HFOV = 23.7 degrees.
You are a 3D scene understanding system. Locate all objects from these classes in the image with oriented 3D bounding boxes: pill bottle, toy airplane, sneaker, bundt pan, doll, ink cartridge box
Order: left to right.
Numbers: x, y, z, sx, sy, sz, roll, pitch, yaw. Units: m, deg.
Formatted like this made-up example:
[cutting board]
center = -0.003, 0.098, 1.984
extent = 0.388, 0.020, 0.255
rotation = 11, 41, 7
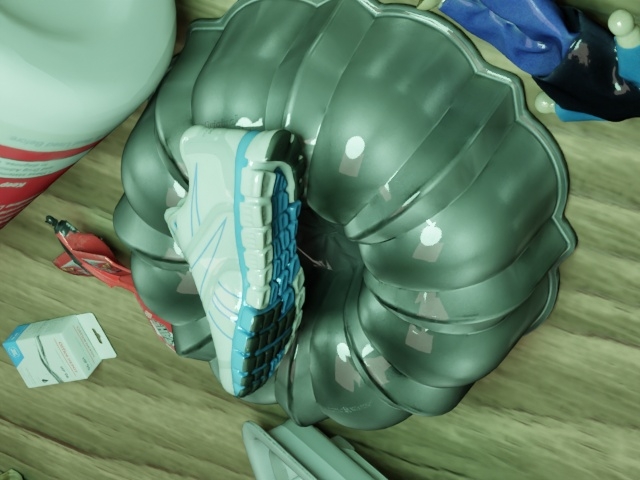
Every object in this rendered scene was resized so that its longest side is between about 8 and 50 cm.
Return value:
[pill bottle]
center = -0.301, -0.089, 1.054
extent = 0.229, 0.229, 0.407
rotation = 47, 129, -10
[ink cartridge box]
center = -0.217, 0.092, 1.270
extent = 0.083, 0.028, 0.048
rotation = -12, 116, 31
[toy airplane]
center = -0.153, 0.030, 1.172
extent = 0.151, 0.028, 0.151
rotation = 34, 162, 13
[sneaker]
center = -0.058, 0.010, 0.959
extent = 0.082, 0.071, 0.191
rotation = 16, 120, 23
[bundt pan]
center = 0.000, 0.000, 1.042
extent = 0.330, 0.124, 0.331
rotation = 13, 128, 17
[doll]
center = 0.154, -0.114, 0.925
extent = 0.189, 0.046, 0.129
rotation = 33, 156, -7

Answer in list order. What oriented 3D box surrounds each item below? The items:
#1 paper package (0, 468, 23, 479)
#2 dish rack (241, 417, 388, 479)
[paper package]
center = -0.301, 0.435, 1.359
extent = 0.168, 0.325, 0.309
rotation = -25, 110, 37
[dish rack]
center = 0.060, 0.300, 1.186
extent = 0.285, 0.072, 0.333
rotation = 34, 146, 56
